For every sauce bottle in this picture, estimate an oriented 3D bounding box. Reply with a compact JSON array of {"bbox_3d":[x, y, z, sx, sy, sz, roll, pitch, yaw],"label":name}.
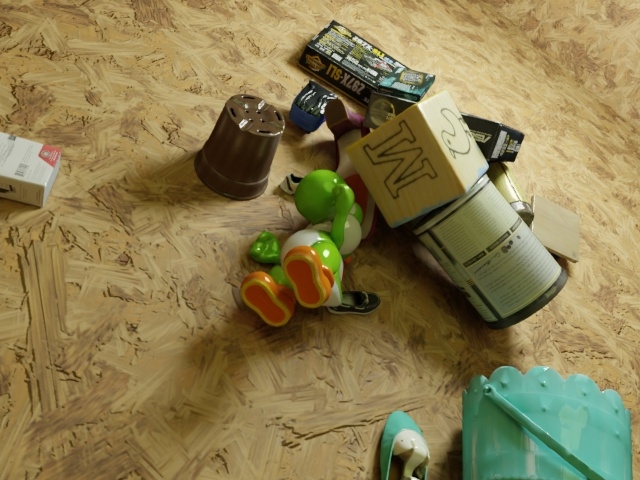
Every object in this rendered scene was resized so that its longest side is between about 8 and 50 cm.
[{"bbox_3d":[0.502,-0.177,1.493,0.111,0.111,0.344,11,48,-23],"label":"sauce bottle"}]

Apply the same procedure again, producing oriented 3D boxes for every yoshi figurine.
[{"bbox_3d":[-0.021,-0.019,0.970,0.203,0.203,0.362,18,31,11],"label":"yoshi figurine"}]

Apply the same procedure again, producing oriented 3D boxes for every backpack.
[{"bbox_3d":[-0.022,-0.328,1.317,0.098,0.101,0.120,29,47,5],"label":"backpack"}]

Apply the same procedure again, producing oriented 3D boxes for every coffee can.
[{"bbox_3d":[0.362,0.023,1.124,0.275,0.201,0.201,51,44,1],"label":"coffee can"}]

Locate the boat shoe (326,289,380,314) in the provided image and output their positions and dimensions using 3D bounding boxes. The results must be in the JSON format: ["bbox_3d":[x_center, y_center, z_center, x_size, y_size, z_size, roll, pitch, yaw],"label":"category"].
[{"bbox_3d":[0.072,0.118,1.022,0.125,0.038,0.046,2,52,-30],"label":"boat shoe"}]

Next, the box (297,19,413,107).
[{"bbox_3d":[0.120,-0.534,1.605,0.322,0.079,0.257,31,41,-3],"label":"box"}]

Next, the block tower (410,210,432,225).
[{"bbox_3d":[0.318,-0.059,1.292,0.335,0.091,0.097,30,44,-4],"label":"block tower"}]

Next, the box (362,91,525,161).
[{"bbox_3d":[0.332,-0.287,1.332,0.318,0.097,0.395,24,18,23],"label":"box"}]

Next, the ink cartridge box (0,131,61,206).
[{"bbox_3d":[-0.520,-0.123,0.866,0.135,0.056,0.099,15,46,-20],"label":"ink cartridge box"}]

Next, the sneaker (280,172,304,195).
[{"bbox_3d":[-0.035,-0.113,1.161,0.109,0.044,0.040,24,42,-13],"label":"sneaker"}]

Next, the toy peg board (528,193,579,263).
[{"bbox_3d":[0.649,-0.022,1.484,0.161,0.079,0.161,23,60,-11],"label":"toy peg board"}]

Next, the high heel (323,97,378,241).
[{"bbox_3d":[0.100,-0.155,1.250,0.181,0.127,0.377,33,47,-56],"label":"high heel"}]

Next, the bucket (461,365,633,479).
[{"bbox_3d":[0.358,0.353,0.831,0.281,0.281,0.183,28,46,-7],"label":"bucket"}]

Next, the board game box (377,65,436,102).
[{"bbox_3d":[0.254,-0.459,1.514,0.126,0.026,0.186,19,40,15],"label":"board game box"}]

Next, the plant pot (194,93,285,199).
[{"bbox_3d":[-0.160,-0.199,1.073,0.166,0.165,0.167,16,47,-18],"label":"plant pot"}]

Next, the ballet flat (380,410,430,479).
[{"bbox_3d":[0.136,0.369,0.803,0.083,0.087,0.247,27,43,-7],"label":"ballet flat"}]

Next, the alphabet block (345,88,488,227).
[{"bbox_3d":[0.206,-0.172,1.092,0.197,0.193,0.192,58,38,-6],"label":"alphabet block"}]
